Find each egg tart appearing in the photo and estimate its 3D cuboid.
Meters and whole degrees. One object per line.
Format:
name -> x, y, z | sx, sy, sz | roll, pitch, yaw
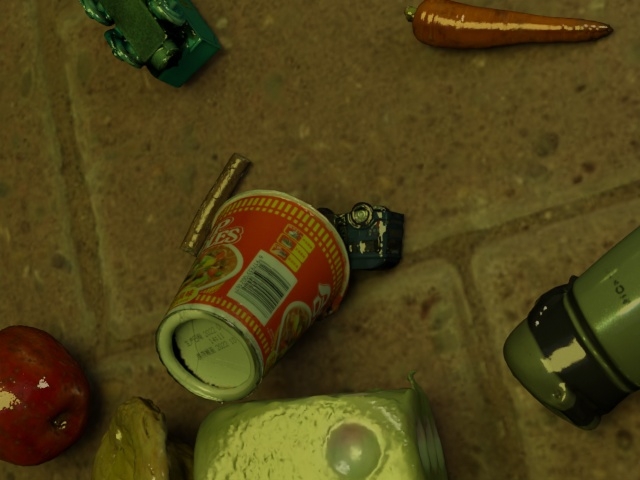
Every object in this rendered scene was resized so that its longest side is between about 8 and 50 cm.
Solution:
egg tart -> -0.198, 0.362, 1.626 | 0.345, 0.132, 0.345 | -171, 90, -68

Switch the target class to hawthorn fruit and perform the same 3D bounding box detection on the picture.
hawthorn fruit -> -0.387, 0.204, 1.765 | 0.189, 0.189, 0.189 | -4, 79, 23

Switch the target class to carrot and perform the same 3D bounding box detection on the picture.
carrot -> 0.221, -0.252, 1.641 | 0.256, 0.061, 0.061 | 10, 85, 18

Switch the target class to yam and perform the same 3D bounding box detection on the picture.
yam -> -0.137, -0.046, 1.772 | 0.032, 0.032, 0.145 | 31, 93, 25

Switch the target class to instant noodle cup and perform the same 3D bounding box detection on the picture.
instant noodle cup -> -0.086, 0.075, 1.582 | 0.193, 0.212, 0.193 | 12, 127, 17

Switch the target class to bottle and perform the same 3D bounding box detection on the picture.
bottle -> 0.356, 0.070, 1.465 | 0.347, 0.168, 0.168 | -36, 69, 20

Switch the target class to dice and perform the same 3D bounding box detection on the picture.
dice -> 0.010, 0.289, 1.505 | 0.249, 0.252, 0.254 | -12, 82, 9

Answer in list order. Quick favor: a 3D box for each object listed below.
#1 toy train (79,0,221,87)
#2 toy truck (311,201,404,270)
toy train -> -0.222, -0.291, 1.785 | 0.107, 0.154, 0.198 | -42, 66, 16
toy truck -> 0.000, 0.000, 1.679 | 0.201, 0.074, 0.088 | -2, 85, 24
